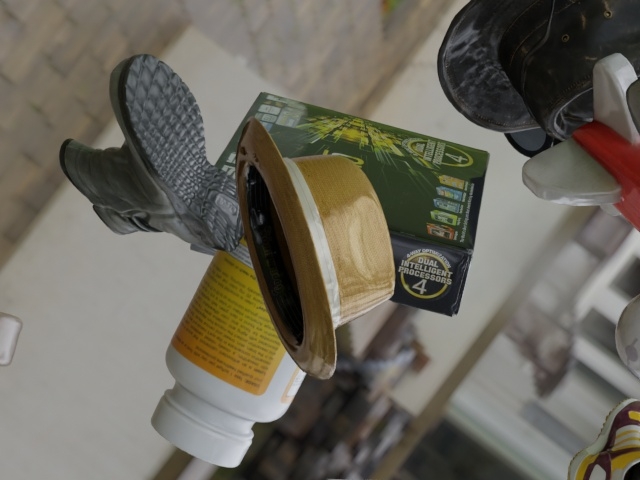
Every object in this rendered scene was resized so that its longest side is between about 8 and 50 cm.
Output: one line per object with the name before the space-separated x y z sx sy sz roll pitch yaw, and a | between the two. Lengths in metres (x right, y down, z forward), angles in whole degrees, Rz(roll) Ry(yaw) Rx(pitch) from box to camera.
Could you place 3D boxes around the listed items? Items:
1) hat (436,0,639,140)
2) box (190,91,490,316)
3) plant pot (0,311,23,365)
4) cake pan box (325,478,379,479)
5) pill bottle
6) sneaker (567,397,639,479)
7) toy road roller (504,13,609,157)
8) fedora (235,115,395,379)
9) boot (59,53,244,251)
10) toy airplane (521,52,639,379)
hat | 0.291 -0.188 1.791 0.331 0.134 0.331 -16 143 -13
box | 0.037 -0.053 2.186 0.395 0.318 0.097 -66 168 -68
plant pot | -0.474 0.166 1.942 0.263 0.263 0.229 60 41 -83
cake pan box | 0.135 0.409 2.440 0.070 0.267 0.246 -61 158 3
pill bottle | -0.071 0.095 1.791 0.246 0.136 0.136 -63 173 6
sneaker | 0.355 0.249 2.060 0.185 0.084 0.069 -41 135 -45
toy road roller | 0.390 -0.220 2.259 0.202 0.240 0.329 -26 137 -35
fedora | 0.000 0.000 1.250 0.079 0.194 0.194 -14 163 -13
boot | -0.179 -0.074 1.648 0.083 0.161 0.246 -65 146 -30
toy airplane | 0.331 0.010 1.576 0.272 0.386 0.384 -46 -169 -28
